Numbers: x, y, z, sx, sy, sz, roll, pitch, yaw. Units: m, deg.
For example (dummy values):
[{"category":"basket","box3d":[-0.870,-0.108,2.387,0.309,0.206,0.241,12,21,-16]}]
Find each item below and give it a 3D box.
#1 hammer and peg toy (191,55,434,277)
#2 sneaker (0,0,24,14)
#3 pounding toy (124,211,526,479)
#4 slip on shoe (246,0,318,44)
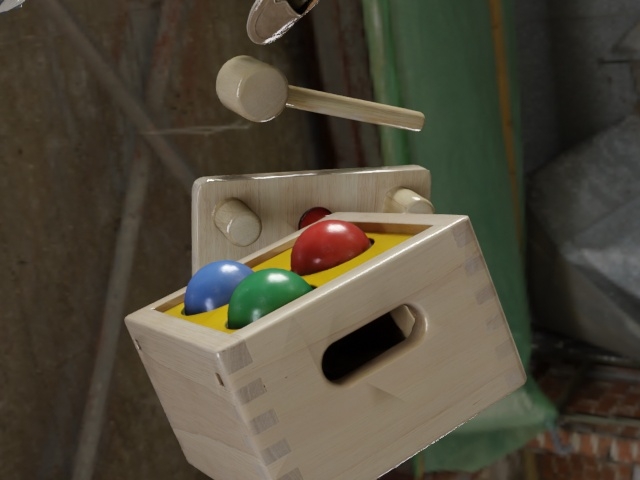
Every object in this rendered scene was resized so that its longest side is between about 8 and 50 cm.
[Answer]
[{"category":"hammer and peg toy","box3d":[0.000,0.000,1.102,0.266,0.127,0.361,-4,-72,-21]},{"category":"sneaker","box3d":[-0.294,-0.339,0.977,0.122,0.110,0.283,2,-49,-35]},{"category":"pounding toy","box3d":[0.001,0.032,0.539,0.181,0.206,0.094,-27,-76,-23]},{"category":"slip on shoe","box3d":[-0.035,-0.270,1.234,0.051,0.135,0.041,36,-150,-31]}]
